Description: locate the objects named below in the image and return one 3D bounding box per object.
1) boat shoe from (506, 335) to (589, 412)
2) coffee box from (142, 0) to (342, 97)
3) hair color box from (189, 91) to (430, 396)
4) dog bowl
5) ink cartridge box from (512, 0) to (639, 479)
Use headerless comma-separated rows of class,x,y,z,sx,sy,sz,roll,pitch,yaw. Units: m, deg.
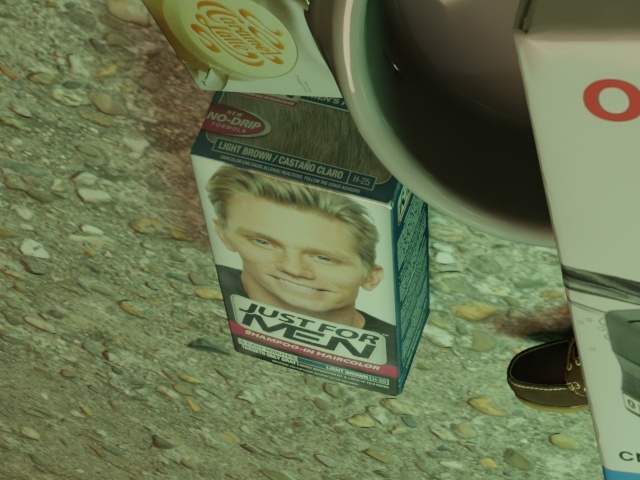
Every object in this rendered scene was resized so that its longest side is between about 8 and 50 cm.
boat shoe,0.259,0.109,1.527,0.207,0.073,0.073,-7,140,31
coffee box,-0.059,-0.211,1.139,0.141,0.098,0.246,6,149,27
hair color box,0.000,0.000,1.471,0.174,0.105,0.347,14,151,12
dog bowl,0.158,-0.142,0.942,0.348,0.102,0.349,-1,128,-1
ink cartridge box,0.273,-0.004,0.831,0.285,0.166,0.395,1,136,21
